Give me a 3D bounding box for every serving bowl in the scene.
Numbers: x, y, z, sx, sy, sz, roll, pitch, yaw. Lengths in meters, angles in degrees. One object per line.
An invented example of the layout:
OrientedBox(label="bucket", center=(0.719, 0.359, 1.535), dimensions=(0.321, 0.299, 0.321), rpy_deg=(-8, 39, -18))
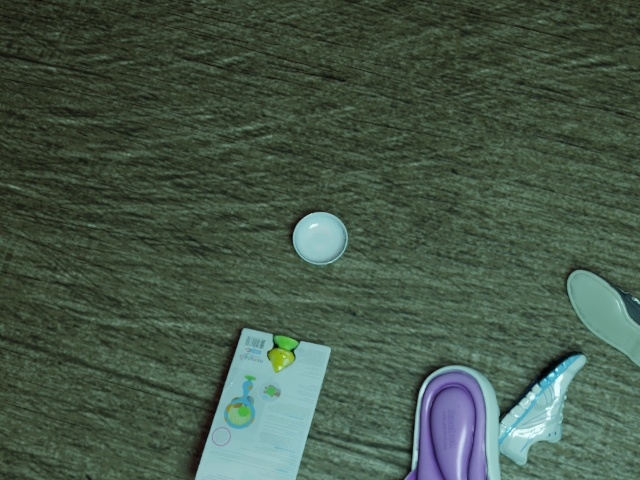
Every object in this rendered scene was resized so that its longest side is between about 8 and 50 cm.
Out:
OrientedBox(label="serving bowl", center=(0.000, 0.000, 1.623), dimensions=(0.083, 0.027, 0.083), rpy_deg=(-1, 73, 2))

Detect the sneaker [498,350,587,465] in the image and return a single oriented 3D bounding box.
OrientedBox(label="sneaker", center=(0.324, 0.242, 1.521), dimensions=(0.083, 0.071, 0.190), rpy_deg=(43, 87, 7))

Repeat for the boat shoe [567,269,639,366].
OrientedBox(label="boat shoe", center=(0.450, 0.118, 1.563), dimensions=(0.206, 0.075, 0.065), rpy_deg=(45, 37, 19))

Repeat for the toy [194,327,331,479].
OrientedBox(label="toy", center=(-0.078, 0.254, 1.534), dimensions=(0.137, 0.056, 0.237), rpy_deg=(12, 69, 10))

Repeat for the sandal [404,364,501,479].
OrientedBox(label="sandal", center=(0.170, 0.365, 1.430), dimensions=(0.169, 0.102, 0.416), rpy_deg=(-21, 57, 30))
